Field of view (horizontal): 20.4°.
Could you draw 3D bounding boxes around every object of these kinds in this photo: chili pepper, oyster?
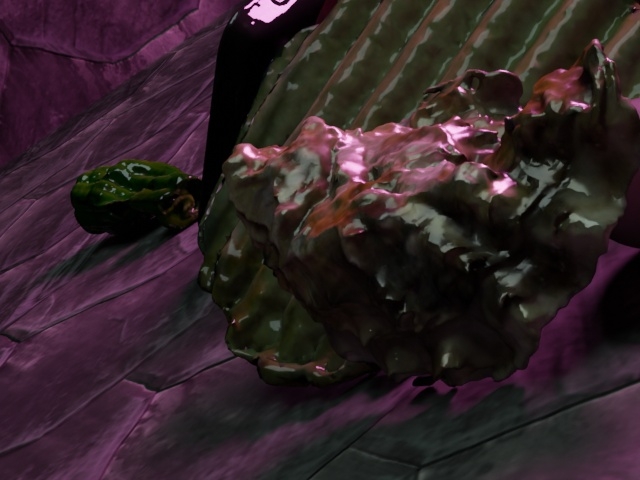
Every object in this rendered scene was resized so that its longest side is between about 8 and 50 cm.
[{"bbox_3d":[-0.211,-0.052,2.134,0.099,0.083,0.253,-42,22,-28],"label":"chili pepper"},{"bbox_3d":[0.067,-0.025,1.209,0.351,0.115,0.237,12,78,44],"label":"oyster"}]

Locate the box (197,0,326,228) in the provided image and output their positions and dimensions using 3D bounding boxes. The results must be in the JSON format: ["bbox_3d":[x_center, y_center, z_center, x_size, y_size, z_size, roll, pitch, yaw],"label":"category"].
[{"bbox_3d":[-0.021,-0.160,1.803,0.289,0.073,0.290,-45,-25,-42],"label":"box"}]

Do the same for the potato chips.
[{"bbox_3d":[0.064,-0.078,1.391,0.429,0.070,0.358,-55,43,-3],"label":"potato chips"}]

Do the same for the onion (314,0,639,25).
[{"bbox_3d":[0.141,-0.228,1.596,0.348,0.285,0.347,-19,19,7],"label":"onion"}]

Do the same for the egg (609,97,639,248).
[{"bbox_3d":[0.223,-0.045,1.180,0.103,0.103,0.135,-38,17,-21],"label":"egg"}]
